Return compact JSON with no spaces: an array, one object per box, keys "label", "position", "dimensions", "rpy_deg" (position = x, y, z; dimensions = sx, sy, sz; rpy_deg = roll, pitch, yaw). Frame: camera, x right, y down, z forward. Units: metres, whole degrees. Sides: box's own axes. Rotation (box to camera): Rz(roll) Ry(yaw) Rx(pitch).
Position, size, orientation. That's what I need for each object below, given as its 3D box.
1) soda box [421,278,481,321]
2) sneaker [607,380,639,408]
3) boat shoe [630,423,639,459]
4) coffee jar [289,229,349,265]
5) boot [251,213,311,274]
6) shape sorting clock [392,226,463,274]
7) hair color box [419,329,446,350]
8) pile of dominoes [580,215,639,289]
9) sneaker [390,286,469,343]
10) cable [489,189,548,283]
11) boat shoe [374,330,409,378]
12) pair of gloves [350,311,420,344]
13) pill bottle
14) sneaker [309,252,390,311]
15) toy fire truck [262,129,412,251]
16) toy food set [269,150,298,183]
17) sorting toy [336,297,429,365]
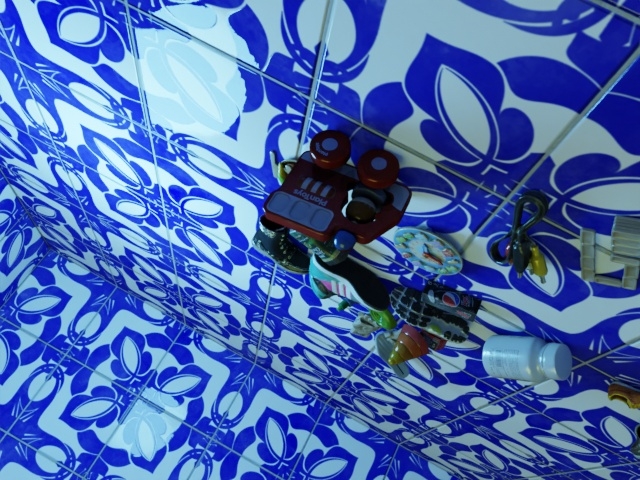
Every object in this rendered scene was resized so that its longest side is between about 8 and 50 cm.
[{"label":"soda box","position":[0.388,0.179,1.711],"dimensions":[0.168,0.053,0.060],"rpy_deg":[21,152,17]},{"label":"sneaker","position":[0.919,0.460,1.645],"dimensions":[0.175,0.068,0.064],"rpy_deg":[6,143,37]},{"label":"boat shoe","position":[1.030,0.612,1.791],"dimensions":[0.095,0.095,0.258],"rpy_deg":[47,160,21]},{"label":"coffee jar","position":[0.000,0.000,1.766],"dimensions":[0.184,0.079,0.096],"rpy_deg":[39,153,-17]},{"label":"boot","position":[-0.117,0.015,1.903],"dimensions":[0.236,0.085,0.179],"rpy_deg":[29,151,3]},{"label":"shape sorting clock","position":[0.291,0.033,1.574],"dimensions":[0.206,0.040,0.206],"rpy_deg":[24,152,13]},{"label":"hair color box","position":[0.374,0.327,1.906],"dimensions":[0.071,0.043,0.141],"rpy_deg":[31,-173,23]},{"label":"pile of dominoes","position":[0.667,0.034,1.233],"dimensions":[0.195,0.040,0.251],"rpy_deg":[12,156,30]},{"label":"sneaker","position":[0.338,0.251,1.838],"dimensions":[0.278,0.107,0.118],"rpy_deg":[33,167,4]},{"label":"cable","position":[0.466,-0.019,1.330],"dimensions":[0.139,0.072,0.287],"rpy_deg":[31,146,38]},{"label":"boat shoe","position":[0.270,0.439,2.240],"dimensions":[0.226,0.083,0.076],"rpy_deg":[62,-177,-20]},{"label":"pair of gloves","position":[0.234,0.325,2.081],"dimensions":[0.239,0.042,0.204],"rpy_deg":[15,156,4]},{"label":"pill bottle","position":[0.609,0.349,1.695],"dimensions":[0.229,0.131,0.131],"rpy_deg":[-7,135,50]},{"label":"sneaker","position":[0.077,0.155,1.898],"dimensions":[0.295,0.124,0.178],"rpy_deg":[38,148,1]},{"label":"toy fire truck","position":[0.047,-0.097,1.362],"dimensions":[0.302,0.254,0.169],"rpy_deg":[24,153,12]},{"label":"toy food set","position":[-0.060,-0.170,1.580],"dimensions":[0.191,0.039,0.132],"rpy_deg":[21,152,17]},{"label":"sorting toy","position":[0.186,0.290,1.900],"dimensions":[0.365,0.126,0.127],"rpy_deg":[38,157,36]}]
